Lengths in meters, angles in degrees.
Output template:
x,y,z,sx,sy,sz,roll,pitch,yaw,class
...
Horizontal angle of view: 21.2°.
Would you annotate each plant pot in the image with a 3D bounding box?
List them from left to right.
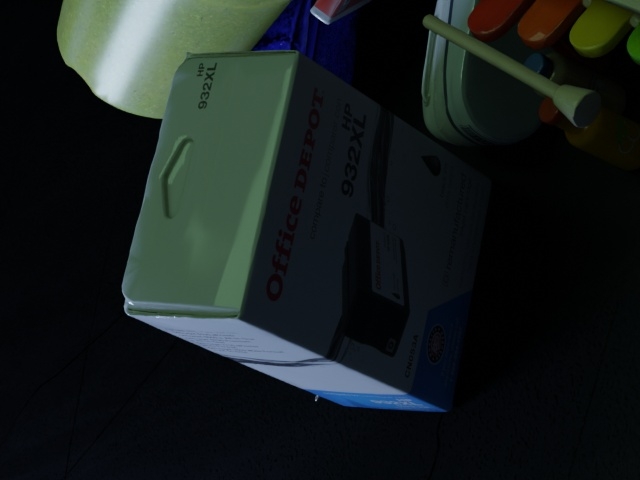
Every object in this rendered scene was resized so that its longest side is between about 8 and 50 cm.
x,y,z,sx,sy,sz,roll,pitch,yaw,class
-0.140,-0.266,1.682,0.254,0.276,0.276,124,146,-43,plant pot

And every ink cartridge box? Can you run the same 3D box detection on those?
x,y,z,sx,sy,sz,roll,pitch,yaw,class
0.000,0.000,1.435,0.129,0.307,0.223,2,73,38,ink cartridge box

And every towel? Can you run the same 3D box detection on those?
x,y,z,sx,sy,sz,roll,pitch,yaw,class
-0.068,-0.113,1.778,0.227,0.076,0.308,1,79,48,towel

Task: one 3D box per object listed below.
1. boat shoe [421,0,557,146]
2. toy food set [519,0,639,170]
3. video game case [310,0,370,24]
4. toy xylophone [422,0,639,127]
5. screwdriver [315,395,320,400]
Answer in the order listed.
x,y,z,sx,sy,sz,roll,pitch,yaw,class
0.158,-0.259,1.551,0.156,0.136,0.367,-2,77,64,boat shoe
0.234,-0.185,1.407,0.111,0.104,0.232,14,84,55,toy food set
0.102,-0.340,1.616,0.285,0.025,0.204,-56,-6,24,video game case
0.219,-0.198,1.323,0.236,0.081,0.322,-44,44,-2,toy xylophone
0.036,0.084,1.620,0.170,0.024,0.025,-60,5,24,screwdriver
